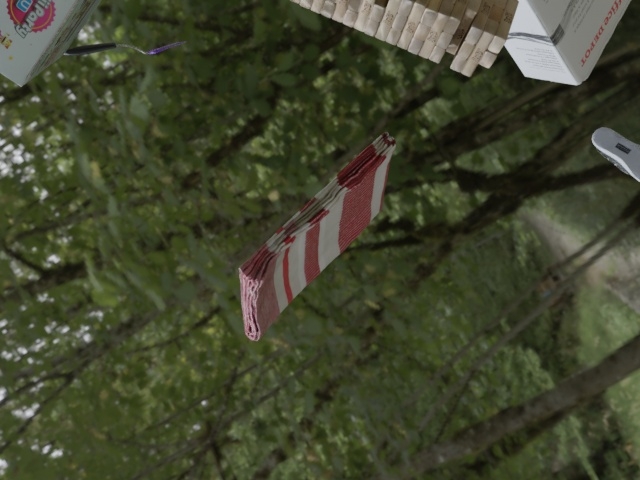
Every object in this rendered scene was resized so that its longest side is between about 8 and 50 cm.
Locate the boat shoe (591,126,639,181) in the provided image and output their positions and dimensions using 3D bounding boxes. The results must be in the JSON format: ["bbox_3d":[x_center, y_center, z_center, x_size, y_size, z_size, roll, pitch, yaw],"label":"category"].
[{"bbox_3d":[0.496,-0.131,1.319,0.142,0.049,0.040,46,-177,29],"label":"boat shoe"}]

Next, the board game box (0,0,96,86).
[{"bbox_3d":[-0.431,-0.389,1.344,0.097,0.224,0.303,35,-167,-17],"label":"board game box"}]

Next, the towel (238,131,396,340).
[{"bbox_3d":[0.000,0.000,1.286,0.037,0.329,0.237,38,157,16],"label":"towel"}]

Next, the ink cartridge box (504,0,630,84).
[{"bbox_3d":[0.390,-0.449,1.411,0.129,0.223,0.307,22,168,46],"label":"ink cartridge box"}]

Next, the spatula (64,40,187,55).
[{"bbox_3d":[-0.477,-0.468,2.016,0.084,0.296,0.030,-155,61,-63],"label":"spatula"}]

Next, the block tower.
[{"bbox_3d":[0.101,-0.346,1.169,0.335,0.091,0.097,23,-123,-1],"label":"block tower"}]
